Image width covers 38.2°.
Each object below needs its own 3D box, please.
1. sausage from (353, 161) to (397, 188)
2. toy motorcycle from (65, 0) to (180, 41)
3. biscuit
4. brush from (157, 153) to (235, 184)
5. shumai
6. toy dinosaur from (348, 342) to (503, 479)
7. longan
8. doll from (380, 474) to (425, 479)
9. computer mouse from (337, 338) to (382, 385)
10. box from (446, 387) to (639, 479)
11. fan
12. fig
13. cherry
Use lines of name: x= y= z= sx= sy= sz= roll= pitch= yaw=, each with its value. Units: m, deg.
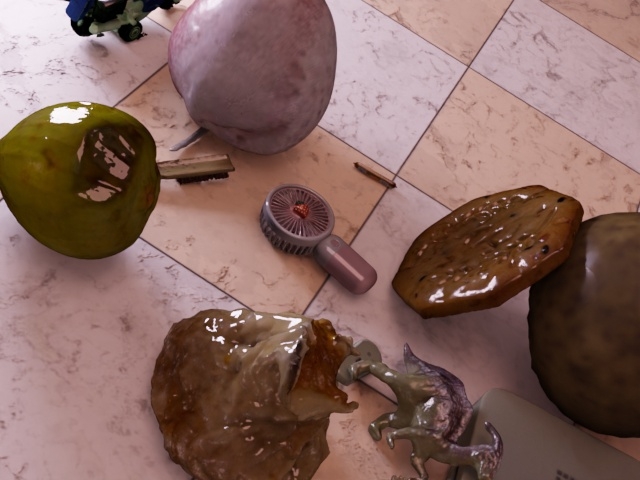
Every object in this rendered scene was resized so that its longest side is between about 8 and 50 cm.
sausage: x=0.108 y=-0.129 z=1.829 sx=0.100 sy=0.015 sz=0.015 roll=29 pitch=44 yaw=-1
toy motorcycle: x=-0.353 y=-0.498 z=1.792 sx=0.125 sy=0.196 sz=0.331 roll=43 pitch=44 yaw=12
biscuit: x=0.283 y=0.010 z=1.599 sx=0.046 sy=0.359 sz=0.359 roll=60 pitch=40 yaw=-22
brush: x=-0.273 y=-0.116 z=1.614 sx=0.248 sy=0.036 sz=0.043 roll=-9 pitch=52 yaw=-25
shumai: x=-0.089 y=0.182 z=1.283 sx=0.267 sy=0.262 sz=0.314 roll=-22 pitch=62 yaw=-40
toy dinosaur: x=0.159 y=0.269 z=1.425 sx=0.162 sy=0.077 sz=0.294 roll=-17 pitch=52 yaw=-17
longan: x=0.534 y=0.146 z=1.564 sx=0.391 sy=0.391 sz=0.391 roll=14 pitch=47 yaw=-15
doll: x=0.103 y=0.429 z=1.276 sx=0.105 sy=0.115 sz=0.221 roll=30 pitch=50 yaw=-15
computer mouse: x=0.051 y=0.200 z=1.494 sx=0.110 sy=0.032 sz=0.056 roll=-24 pitch=82 yaw=-41
box: x=0.359 y=0.445 z=1.400 sx=0.367 sy=0.090 sz=0.373 roll=28 pitch=45 yaw=0
fan: x=0.000 y=0.000 z=1.618 sx=0.244 sy=0.074 sz=0.130 roll=41 pitch=45 yaw=10
fig: x=-0.381 y=-0.096 z=1.407 sx=0.271 sy=0.239 sz=0.239 roll=10 pitch=43 yaw=14
cherry: x=-0.111 y=-0.324 z=1.690 sx=0.291 sy=0.335 sz=0.326 roll=-18 pitch=84 yaw=-55
